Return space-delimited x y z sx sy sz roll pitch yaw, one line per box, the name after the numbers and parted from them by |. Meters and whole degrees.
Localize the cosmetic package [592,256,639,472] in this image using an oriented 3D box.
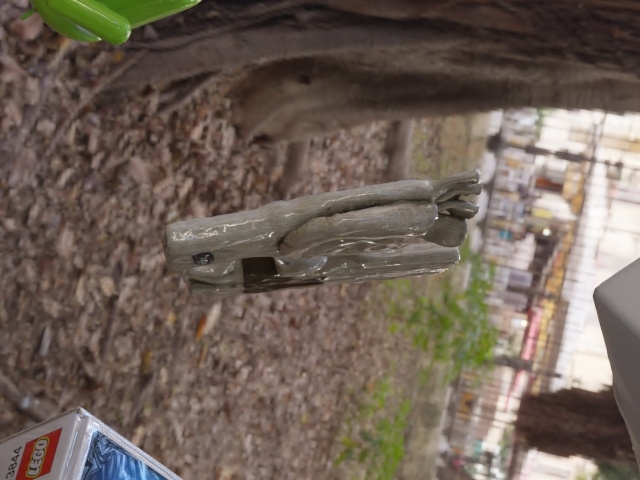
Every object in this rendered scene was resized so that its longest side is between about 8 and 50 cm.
0.349 0.177 0.501 0.453 0.162 0.230 50 -9 47 | cosmetic package

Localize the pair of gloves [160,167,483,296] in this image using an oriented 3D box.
0.000 0.000 0.705 0.240 0.204 0.042 93 -10 -79 | pair of gloves

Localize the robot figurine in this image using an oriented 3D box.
-0.103 -0.142 0.527 0.067 0.115 0.101 59 31 -31 | robot figurine

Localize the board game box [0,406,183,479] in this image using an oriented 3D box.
-0.052 0.226 0.299 0.193 0.053 0.305 46 32 -33 | board game box
